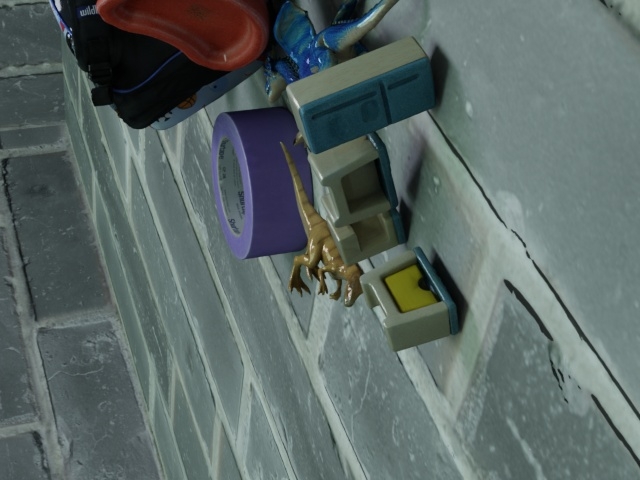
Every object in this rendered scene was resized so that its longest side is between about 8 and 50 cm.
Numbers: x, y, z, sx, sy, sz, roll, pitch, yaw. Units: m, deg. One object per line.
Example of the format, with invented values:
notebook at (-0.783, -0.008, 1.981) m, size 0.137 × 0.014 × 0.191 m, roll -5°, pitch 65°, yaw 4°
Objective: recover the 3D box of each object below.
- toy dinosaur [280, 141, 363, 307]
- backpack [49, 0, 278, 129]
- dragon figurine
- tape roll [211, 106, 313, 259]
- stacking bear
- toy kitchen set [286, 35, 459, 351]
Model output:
toy dinosaur at (0.000, 0.000, 1.213) m, size 0.211 × 0.064 × 0.112 m, roll 58°, pitch 134°, yaw 31°
backpack at (-0.203, -0.292, 1.323) m, size 0.263 × 0.276 × 0.213 m, roll 54°, pitch 170°, yaw 21°
dragon figurine at (0.004, -0.192, 1.050) m, size 0.289 × 0.085 × 0.144 m, roll 112°, pitch 145°, yaw -58°
tape roll at (-0.078, -0.074, 1.351) m, size 0.189 × 0.080 × 0.189 m, roll 172°, pitch 90°, yaw -71°
stacking bear at (-0.104, -0.356, 1.119) m, size 0.164 × 0.175 × 0.289 m, roll -13°, pitch 62°, yaw 53°
toy kitchen set at (0.073, -0.036, 0.927) m, size 0.207 × 0.122 × 0.166 m, roll 72°, pitch 173°, yaw -47°
